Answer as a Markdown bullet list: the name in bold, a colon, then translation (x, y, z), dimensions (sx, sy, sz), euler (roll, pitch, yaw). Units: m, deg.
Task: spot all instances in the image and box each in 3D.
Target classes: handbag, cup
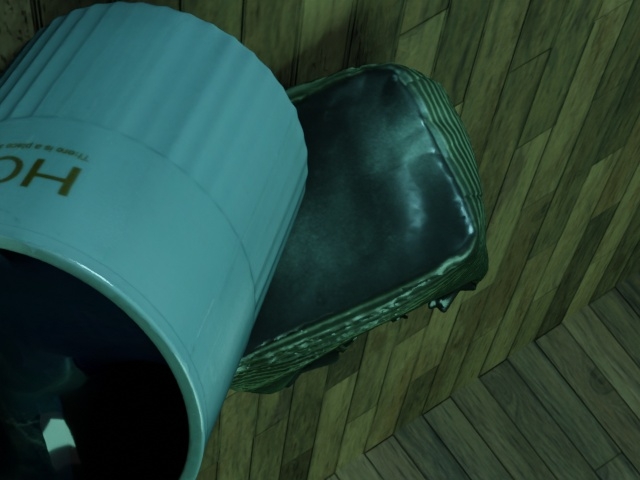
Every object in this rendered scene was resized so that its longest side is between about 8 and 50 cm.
- **handbag**: translation (0.000, 0.000, 1.736), dimensions (0.341, 0.247, 0.240), euler (-28, 161, 8)
- **cup**: translation (-0.179, 0.028, 1.301), dimensions (0.331, 0.257, 0.311), euler (-41, -164, 37)
